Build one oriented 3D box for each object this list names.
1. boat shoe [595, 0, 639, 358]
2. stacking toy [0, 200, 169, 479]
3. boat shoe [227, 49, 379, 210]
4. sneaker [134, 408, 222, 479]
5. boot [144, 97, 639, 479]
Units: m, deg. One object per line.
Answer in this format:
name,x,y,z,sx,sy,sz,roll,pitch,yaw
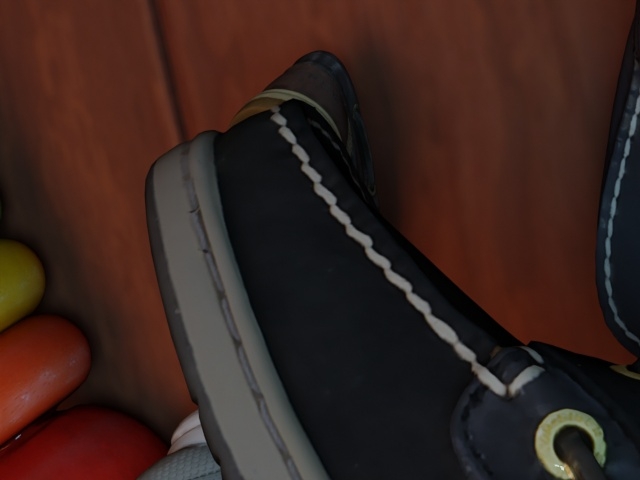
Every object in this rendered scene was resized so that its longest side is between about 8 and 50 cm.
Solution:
boat shoe,0.127,-0.073,0.521,0.103,0.092,0.285,37,128,23
stacking toy,-0.167,0.012,0.798,0.330,0.141,0.141,51,133,0
boat shoe,0.000,0.000,0.693,0.056,0.049,0.152,23,141,18
sneaker,0.001,0.192,0.724,0.262,0.121,0.099,52,134,3
boot,0.145,0.048,0.428,0.284,0.138,0.377,-38,52,5
